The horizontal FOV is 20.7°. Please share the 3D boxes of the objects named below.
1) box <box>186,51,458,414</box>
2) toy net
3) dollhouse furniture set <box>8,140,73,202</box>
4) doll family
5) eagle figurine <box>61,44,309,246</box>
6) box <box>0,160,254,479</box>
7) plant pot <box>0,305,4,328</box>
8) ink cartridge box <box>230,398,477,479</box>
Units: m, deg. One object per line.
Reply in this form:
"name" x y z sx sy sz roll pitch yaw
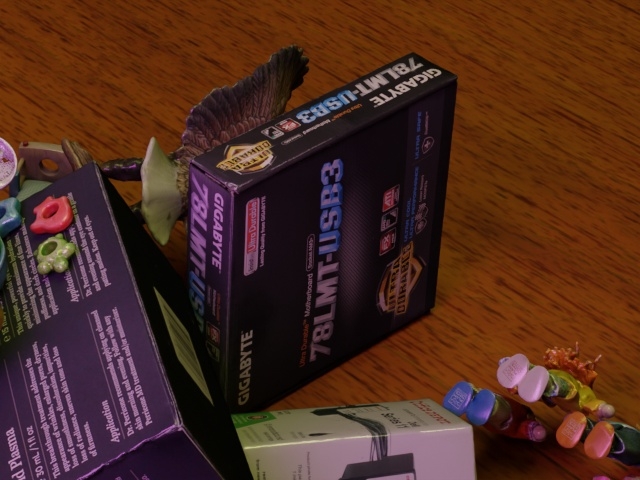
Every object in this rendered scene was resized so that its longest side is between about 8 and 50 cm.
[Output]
"box" 0.000 0.000 1.690 0.293 0.296 0.073 -29 48 -36
"toy net" -0.280 -0.037 1.495 0.122 0.045 0.232 -28 42 6
"dollhouse furniture set" -0.351 -0.022 1.805 0.183 0.129 0.129 8 39 4
"doll family" 0.253 0.174 1.621 0.263 0.118 0.163 36 6 31
"eagle figurine" -0.110 -0.063 1.800 0.298 0.226 0.225 -10 52 -20
"box" -0.248 0.159 1.460 0.312 0.179 0.343 -28 42 4
"plant pot" -0.369 0.048 1.327 0.187 0.212 0.212 22 22 -44
"ink cartridge box" 0.022 0.200 1.561 0.208 0.087 0.153 -3 5 -12
